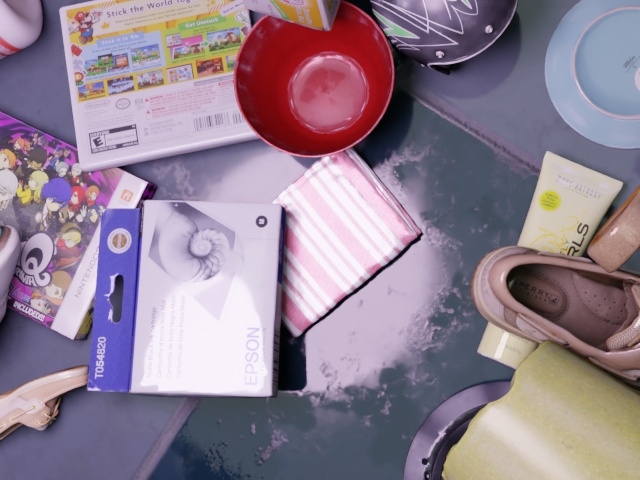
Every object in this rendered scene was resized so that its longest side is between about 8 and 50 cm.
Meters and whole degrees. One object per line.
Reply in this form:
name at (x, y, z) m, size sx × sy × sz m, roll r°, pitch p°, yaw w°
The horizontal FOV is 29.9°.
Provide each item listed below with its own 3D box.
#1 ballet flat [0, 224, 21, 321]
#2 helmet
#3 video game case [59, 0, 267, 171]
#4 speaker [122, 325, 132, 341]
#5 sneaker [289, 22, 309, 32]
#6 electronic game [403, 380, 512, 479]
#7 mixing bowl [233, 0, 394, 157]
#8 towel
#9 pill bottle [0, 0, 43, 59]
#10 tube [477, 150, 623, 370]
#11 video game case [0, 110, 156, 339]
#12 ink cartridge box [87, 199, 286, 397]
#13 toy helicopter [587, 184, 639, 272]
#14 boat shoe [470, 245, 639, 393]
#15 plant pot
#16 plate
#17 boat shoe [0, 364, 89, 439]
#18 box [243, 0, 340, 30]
ballet flat at (-0.472, 0.118, 1.412) m, size 0.400 × 0.139 × 0.139 m, roll -31°, pitch 81°, yaw 19°
helmet at (0.134, -0.270, 1.313) m, size 0.169 × 0.161 × 0.169 m, roll -1°, pitch 86°, yaw 11°
video game case at (-0.186, -0.200, 1.419) m, size 0.227 × 0.026 × 0.206 m, roll -11°, pitch 78°, yaw 5°
speaker at (-0.160, 0.115, 1.398) m, size 0.136 × 0.055 × 0.055 m, roll 2°, pitch 87°, yaw 10°
sneaker at (-0.054, -0.353, 1.390) m, size 0.087 × 0.092 × 0.229 m, roll -14°, pitch 85°, yaw 8°
electronic game at (0.206, 0.270, 1.322) m, size 0.229 × 0.048 × 0.229 m, roll 0°, pitch 85°, yaw 2°
mixing bowl at (0.001, -0.177, 1.364) m, size 0.181 × 0.098 × 0.181 m, roll -1°, pitch 86°, yaw 12°
towel at (0.000, 0.000, 1.392) m, size 0.197 × 0.029 × 0.144 m, roll -40°, pitch 80°, yaw 8°
pill bottle at (-0.534, -0.258, 1.415) m, size 0.363 × 0.210 × 0.210 m, roll -23°, pitch 83°, yaw 9°
tube at (0.246, 0.026, 1.328) m, size 0.062 × 0.070 × 0.240 m, roll 20°, pitch 85°, yaw 52°
video game case at (-0.344, -0.022, 1.448) m, size 0.232 × 0.042 × 0.210 m, roll 26°, pitch 90°, yaw 11°
ink cartridge box at (-0.155, 0.065, 1.353) m, size 0.224 × 0.045 × 0.223 m, roll 0°, pitch 79°, yaw 8°
toy helicopter at (0.394, -0.111, 1.190) m, size 0.140 × 0.235 × 0.355 m, roll 40°, pitch 84°, yaw 2°
boat shoe at (0.327, 0.094, 1.251) m, size 0.341 × 0.110 × 0.122 m, roll 16°, pitch 85°, yaw -5°
plant pot at (0.269, 0.244, 1.186) m, size 0.254 × 0.276 × 0.276 m, roll 38°, pitch 94°, yaw 16°
plate at (0.346, -0.197, 1.340) m, size 0.188 × 0.024 × 0.188 m, roll -1°, pitch 85°, yaw 10°
boat shoe at (-0.341, 0.199, 1.427) m, size 0.170 × 0.063 × 0.059 m, roll -24°, pitch 85°, yaw 18°
box at (-0.011, -0.344, 1.277) m, size 0.103 × 0.114 × 0.203 m, roll 17°, pitch 84°, yaw 8°
